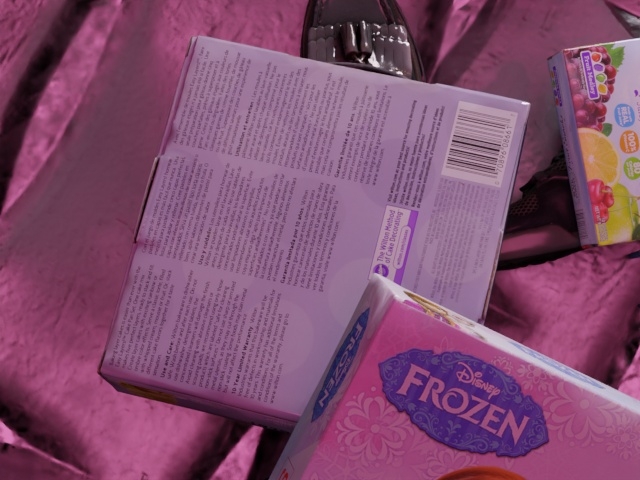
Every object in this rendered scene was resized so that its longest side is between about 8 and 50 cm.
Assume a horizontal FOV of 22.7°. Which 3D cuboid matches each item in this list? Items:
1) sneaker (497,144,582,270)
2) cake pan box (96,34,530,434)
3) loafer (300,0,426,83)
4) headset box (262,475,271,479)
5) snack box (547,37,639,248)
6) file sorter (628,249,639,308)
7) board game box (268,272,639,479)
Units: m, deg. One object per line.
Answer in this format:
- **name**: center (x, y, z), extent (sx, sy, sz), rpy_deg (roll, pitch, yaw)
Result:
- **sneaker**: center (0.190, -0.057, 1.193), extent (0.227, 0.087, 0.130), rpy_deg (-22, 84, -6)
- **cake pan box**: center (0.000, 0.000, 1.093), extent (0.245, 0.070, 0.267), rpy_deg (11, 75, 6)
- **loafer**: center (0.037, -0.079, 1.188), extent (0.096, 0.084, 0.268), rpy_deg (-5, 85, -1)
- **headset box**: center (0.076, 0.248, 1.139), extent (0.283, 0.131, 0.246), rpy_deg (-28, 86, -4)
- **snack box**: center (0.225, -0.071, 1.136), extent (0.100, 0.037, 0.141), rpy_deg (-10, 88, -13)
- **file sorter**: center (0.297, 0.076, 1.168), extent (0.104, 0.118, 0.170), rpy_deg (-10, 86, 0)
- **board game box**: center (0.104, 0.229, 1.004), extent (0.318, 0.066, 0.318), rpy_deg (25, 96, -14)
